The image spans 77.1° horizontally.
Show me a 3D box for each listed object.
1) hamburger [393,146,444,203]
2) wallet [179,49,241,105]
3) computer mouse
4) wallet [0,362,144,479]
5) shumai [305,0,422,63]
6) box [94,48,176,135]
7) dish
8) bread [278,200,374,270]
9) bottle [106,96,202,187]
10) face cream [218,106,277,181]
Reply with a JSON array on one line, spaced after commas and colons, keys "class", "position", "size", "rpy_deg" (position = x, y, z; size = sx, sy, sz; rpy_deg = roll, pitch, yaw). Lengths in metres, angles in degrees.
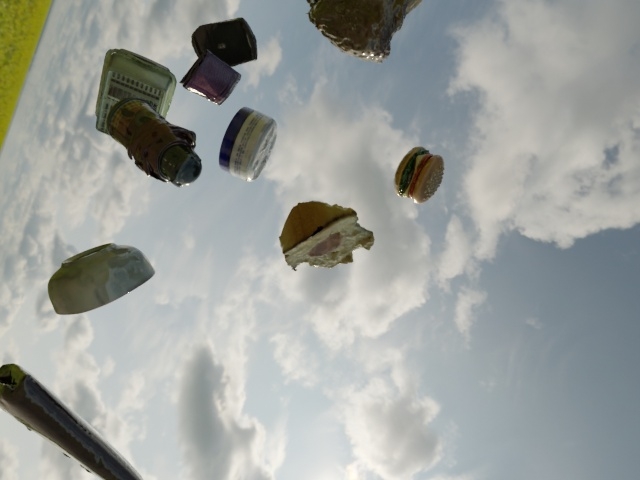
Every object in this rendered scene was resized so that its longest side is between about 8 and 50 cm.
[{"class": "hamburger", "position": [0.282, -0.186, 1.145], "size": [0.115, 0.162, 0.162], "rpy_deg": [30, -81, 29]}, {"class": "wallet", "position": [-0.281, -0.421, 1.055], "size": [0.111, 0.166, 0.030], "rpy_deg": [-43, -101, 15]}, {"class": "computer mouse", "position": [-0.369, -0.768, 1.570], "size": [0.294, 0.169, 0.087], "rpy_deg": [1, -142, 22]}, {"class": "wallet", "position": [-0.336, 0.256, 0.536], "size": [0.181, 0.229, 0.049], "rpy_deg": [-12, -150, 45]}, {"class": "shumai", "position": [0.124, -0.618, 0.989], "size": [0.283, 0.216, 0.346], "rpy_deg": [-47, -142, 37]}, {"class": "box", "position": [-0.625, -0.475, 1.351], "size": [0.291, 0.220, 0.166], "rpy_deg": [-51, -146, 37]}, {"class": "dish", "position": [-0.578, 0.083, 1.046], "size": [0.256, 0.256, 0.118], "rpy_deg": [4, -62, 50]}, {"class": "bread", "position": [0.004, 0.008, 1.123], "size": [0.224, 0.183, 0.211], "rpy_deg": [25, -97, 45]}, {"class": "bottle", "position": [-0.390, -0.233, 0.984], "size": [0.271, 0.143, 0.156], "rpy_deg": [39, -96, 22]}, {"class": "face cream", "position": [-0.211, -0.283, 1.207], "size": [0.206, 0.111, 0.206], "rpy_deg": [-64, 178, -4]}]
